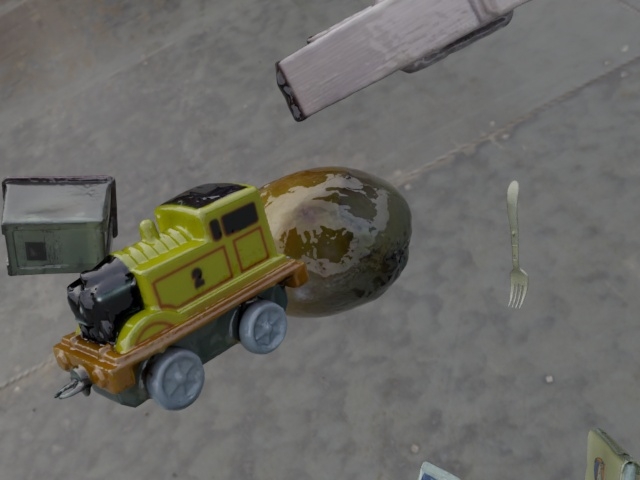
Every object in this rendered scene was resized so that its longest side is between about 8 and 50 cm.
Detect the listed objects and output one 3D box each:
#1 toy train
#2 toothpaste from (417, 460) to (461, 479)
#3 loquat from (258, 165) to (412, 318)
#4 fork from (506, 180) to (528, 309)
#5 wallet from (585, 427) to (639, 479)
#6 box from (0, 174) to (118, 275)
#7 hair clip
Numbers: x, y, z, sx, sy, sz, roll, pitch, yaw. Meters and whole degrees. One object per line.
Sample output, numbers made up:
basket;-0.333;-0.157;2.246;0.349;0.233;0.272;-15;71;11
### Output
toy train;-0.101;0.037;0.524;0.089;0.127;0.219;8;28;46
toothpaste;0.117;0.385;0.927;0.057;0.035;0.197;22;80;23
loquat;0.000;0.000;0.858;0.227;0.179;0.179;-14;43;16
fork;0.327;0.007;1.211;0.028;0.220;0.034;-17;19;-35
wallet;0.407;0.336;1.006;0.039;0.155;0.111;7;92;6
box;-0.199;-0.011;0.552;0.084;0.060;0.063;-1;32;-16
hair clip;0.107;-0.212;0.679;0.330;0.085;0.101;-17;10;35
